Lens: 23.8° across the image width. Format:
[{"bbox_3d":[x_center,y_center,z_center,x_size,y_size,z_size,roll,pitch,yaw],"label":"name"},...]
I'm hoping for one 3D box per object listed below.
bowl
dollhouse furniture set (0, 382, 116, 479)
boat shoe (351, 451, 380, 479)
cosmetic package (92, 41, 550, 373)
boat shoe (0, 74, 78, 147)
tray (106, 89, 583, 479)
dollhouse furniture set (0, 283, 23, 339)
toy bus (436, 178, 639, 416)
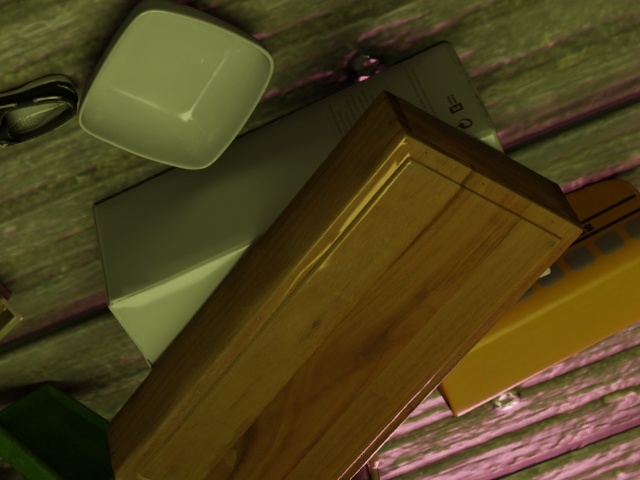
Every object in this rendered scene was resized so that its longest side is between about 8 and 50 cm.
[{"bbox_3d":[-0.125,-0.140,1.298,0.142,0.053,0.142,20,122,-29],"label":"bowl"},{"bbox_3d":[-0.320,0.308,1.460,0.301,0.151,0.197,-32,142,-41],"label":"dollhouse furniture set"},{"bbox_3d":[0.031,0.261,1.683,0.073,0.073,0.207,-13,125,-4],"label":"boat shoe"},{"bbox_3d":[0.000,0.000,1.389,0.365,0.155,0.197,-23,132,4],"label":"cosmetic package"},{"bbox_3d":[-0.265,-0.100,1.298,0.125,0.038,0.046,-20,132,0],"label":"boat shoe"},{"bbox_3d":[0.014,0.081,1.310,0.203,0.076,0.411,25,118,-31],"label":"tray"},{"bbox_3d":[-0.394,0.049,1.376,0.161,0.101,0.182,-44,132,-11],"label":"dollhouse furniture set"},{"bbox_3d":[0.184,0.066,1.507,0.332,0.130,0.108,-28,132,-4],"label":"toy bus"}]
